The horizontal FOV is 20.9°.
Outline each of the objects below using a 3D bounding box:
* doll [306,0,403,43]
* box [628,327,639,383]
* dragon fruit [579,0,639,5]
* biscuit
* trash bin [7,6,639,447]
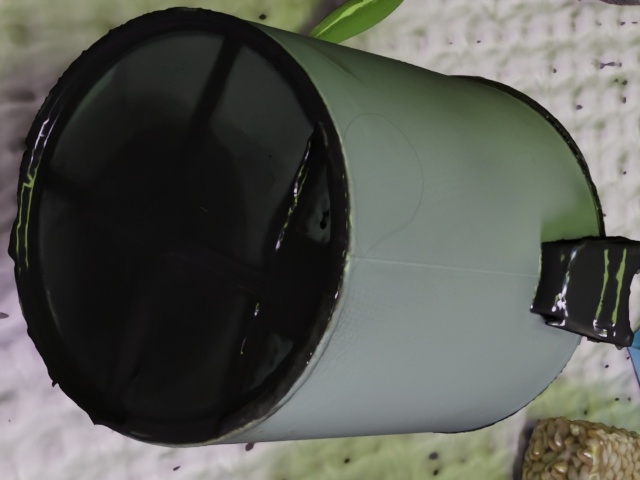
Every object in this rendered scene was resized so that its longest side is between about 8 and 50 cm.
[{"bbox_3d":[0.080,-0.234,1.076,0.213,0.213,0.236,-36,161,-38],"label":"doll"},{"bbox_3d":[0.361,0.083,1.450,0.232,0.083,0.142,-41,121,-35],"label":"box"},{"bbox_3d":[0.218,-0.203,1.296,0.083,0.060,0.056,7,95,-20],"label":"dragon fruit"},{"bbox_3d":[0.220,0.182,1.319,0.168,0.070,0.082,17,85,-48],"label":"biscuit"},{"bbox_3d":[0.000,0.000,0.947,0.262,0.277,0.217,6,92,-55],"label":"trash bin"}]
